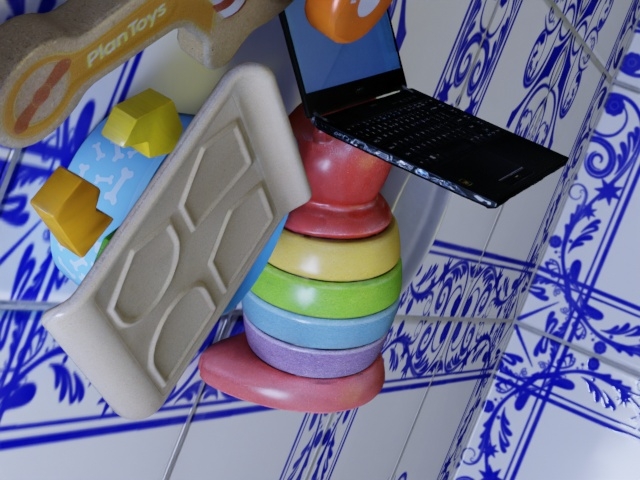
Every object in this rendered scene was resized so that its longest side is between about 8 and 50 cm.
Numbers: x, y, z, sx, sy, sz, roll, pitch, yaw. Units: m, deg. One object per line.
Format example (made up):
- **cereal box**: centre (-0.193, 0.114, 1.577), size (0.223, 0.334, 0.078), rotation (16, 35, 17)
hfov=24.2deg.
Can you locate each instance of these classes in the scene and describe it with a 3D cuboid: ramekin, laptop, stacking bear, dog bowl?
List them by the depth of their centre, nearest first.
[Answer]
- **dog bowl**: centre (-0.111, -0.025, 1.173), size (0.297, 0.074, 0.166), rotation (-4, 115, -70)
- **laptop**: centre (0.088, -0.157, 1.278), size (0.234, 0.264, 0.136), rotation (-27, 140, -63)
- **stacking bear**: centre (0.000, 0.000, 1.396), size (0.175, 0.164, 0.289), rotation (-29, 133, -50)
- **ramekin**: centre (0.055, -0.041, 1.569), size (0.207, 0.109, 0.207), rotation (-54, 158, -34)

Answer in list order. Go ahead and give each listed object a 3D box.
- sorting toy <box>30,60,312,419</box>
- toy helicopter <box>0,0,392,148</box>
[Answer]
- **sorting toy**: centre (-0.105, -0.016, 1.020), size (0.229, 0.041, 0.307), rotation (-53, 159, -16)
- **toy helicopter**: centre (-0.087, -0.186, 0.968), size (0.355, 0.140, 0.235), rotation (-42, 158, -28)
